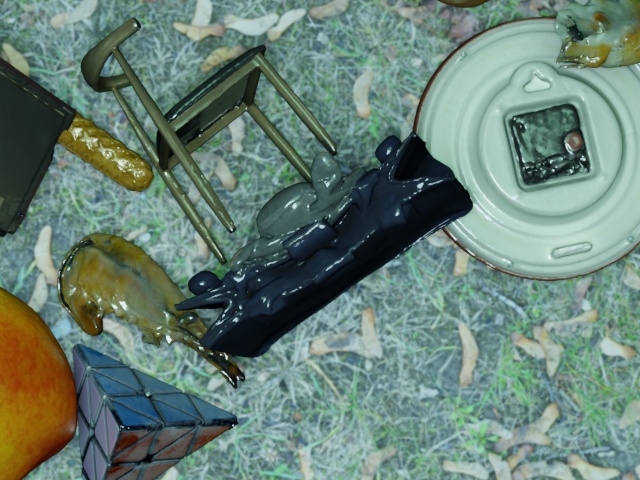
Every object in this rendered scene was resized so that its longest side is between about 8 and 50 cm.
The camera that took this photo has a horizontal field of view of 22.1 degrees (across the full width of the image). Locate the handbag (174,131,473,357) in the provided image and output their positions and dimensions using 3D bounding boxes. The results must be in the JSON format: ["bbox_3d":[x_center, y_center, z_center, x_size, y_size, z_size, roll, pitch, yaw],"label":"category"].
[{"bbox_3d":[0.000,0.000,1.795,0.325,0.269,0.118,-36,80,4],"label":"handbag"}]

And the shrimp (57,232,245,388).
[{"bbox_3d":[-0.197,0.099,1.902,0.262,0.066,0.117,46,102,16],"label":"shrimp"}]

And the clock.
[{"bbox_3d":[0.266,-0.110,1.936,0.318,0.080,0.318,0,84,-2],"label":"clock"}]

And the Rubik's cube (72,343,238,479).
[{"bbox_3d":[-0.236,0.176,1.859,0.211,0.190,0.178,-34,69,-10],"label":"Rubik's cube"}]

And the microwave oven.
[{"bbox_3d":[-0.427,-0.134,1.810,0.188,0.247,0.178,21,83,22],"label":"microwave oven"}]

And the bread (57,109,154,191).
[{"bbox_3d":[-0.264,-0.110,1.924,0.157,0.052,0.044,34,80,1],"label":"bread"}]

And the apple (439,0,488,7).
[{"bbox_3d":[0.179,-0.378,1.899,0.211,0.211,0.188,-30,83,-5],"label":"apple"}]

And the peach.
[{"bbox_3d":[-0.425,0.160,1.779,0.308,0.289,0.289,2,84,4],"label":"peach"}]

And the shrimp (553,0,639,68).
[{"bbox_3d":[0.372,-0.317,1.948,0.185,0.068,0.287,14,66,-12],"label":"shrimp"}]

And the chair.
[{"bbox_3d":[-0.127,-0.141,1.864,0.166,0.188,0.272,-38,84,-14],"label":"chair"}]
